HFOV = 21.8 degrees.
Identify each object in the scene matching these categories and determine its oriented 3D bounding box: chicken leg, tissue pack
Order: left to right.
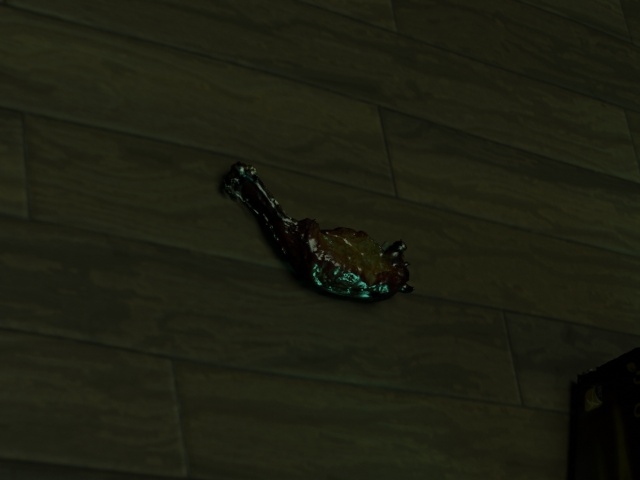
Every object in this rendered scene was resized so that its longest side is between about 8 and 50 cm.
[{"bbox_3d":[0.000,0.000,1.780,0.253,0.051,0.106,31,42,-26],"label":"chicken leg"},{"bbox_3d":[0.412,0.313,1.869,0.210,0.198,0.370,34,47,-28],"label":"tissue pack"}]
